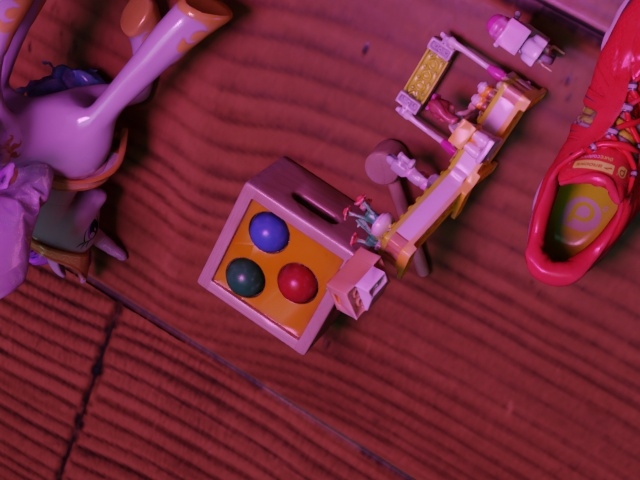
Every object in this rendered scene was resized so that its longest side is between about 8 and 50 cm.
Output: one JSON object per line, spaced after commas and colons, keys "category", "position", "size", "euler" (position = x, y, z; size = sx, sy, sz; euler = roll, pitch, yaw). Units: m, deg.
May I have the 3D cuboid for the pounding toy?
{"category": "pounding toy", "position": [0.010, 0.001, 1.068], "size": [0.181, 0.094, 0.206], "euler": [34, 122, 9]}

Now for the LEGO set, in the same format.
{"category": "LEGO set", "position": [0.083, -0.075, 0.980], "size": [0.107, 0.132, 0.287], "euler": [39, 100, 12]}

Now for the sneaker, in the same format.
{"category": "sneaker", "position": [0.243, -0.076, 0.912], "size": [0.107, 0.118, 0.279], "euler": [25, 120, 13]}

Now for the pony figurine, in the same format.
{"category": "pony figurine", "position": [-0.290, -0.093, 1.049], "size": [0.303, 0.351, 0.363], "euler": [55, 130, 36]}
